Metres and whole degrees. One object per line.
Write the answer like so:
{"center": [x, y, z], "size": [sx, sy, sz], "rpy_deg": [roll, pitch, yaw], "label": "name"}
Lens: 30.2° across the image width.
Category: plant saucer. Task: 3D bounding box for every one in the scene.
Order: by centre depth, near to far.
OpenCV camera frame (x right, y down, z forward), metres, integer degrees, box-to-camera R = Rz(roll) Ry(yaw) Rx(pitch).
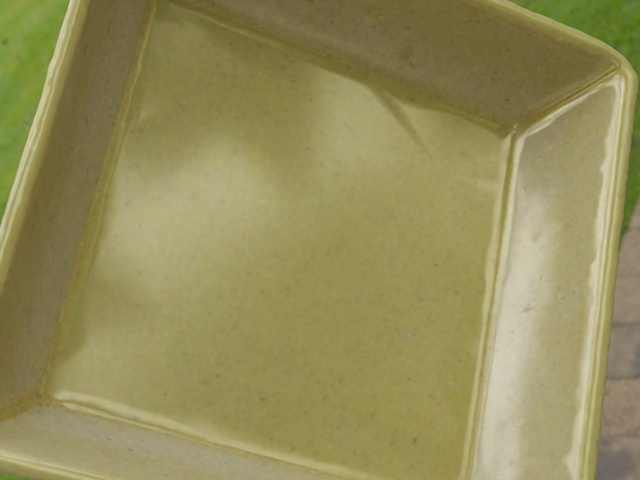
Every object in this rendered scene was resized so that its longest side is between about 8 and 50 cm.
{"center": [0.000, 0.000, 0.646], "size": [0.081, 0.333, 0.332], "rpy_deg": [144, 141, -62], "label": "plant saucer"}
